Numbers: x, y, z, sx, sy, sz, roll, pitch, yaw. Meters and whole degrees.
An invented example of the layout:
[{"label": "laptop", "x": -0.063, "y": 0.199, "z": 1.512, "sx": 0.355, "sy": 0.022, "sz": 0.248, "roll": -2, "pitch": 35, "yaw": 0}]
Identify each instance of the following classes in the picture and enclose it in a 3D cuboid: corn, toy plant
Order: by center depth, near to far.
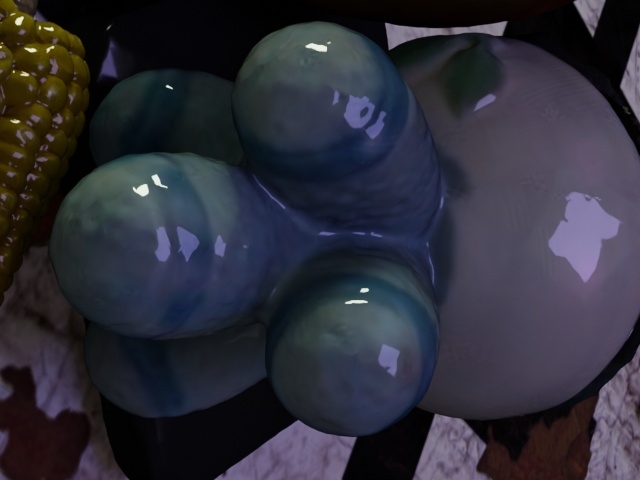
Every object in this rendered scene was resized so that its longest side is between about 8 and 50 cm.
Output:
[{"label": "corn", "x": -0.201, "y": 0.007, "z": 0.729, "sx": 0.119, "sy": 0.119, "sz": 0.322, "roll": 44, "pitch": 63, "yaw": -49}, {"label": "toy plant", "x": 0.000, "y": 0.000, "z": 0.816, "sx": 0.332, "sy": 0.247, "sz": 0.247, "roll": -5, "pitch": 98, "yaw": -45}]

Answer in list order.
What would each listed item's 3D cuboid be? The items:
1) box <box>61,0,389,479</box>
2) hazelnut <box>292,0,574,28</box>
[{"label": "box", "x": -0.046, "y": -0.021, "z": 0.988, "sx": 0.289, "sy": 0.073, "sz": 0.290, "roll": -30, "pitch": 119, "yaw": -50}, {"label": "hazelnut", "x": 0.059, "y": -0.291, "z": 0.898, "sx": 0.366, "sy": 0.366, "sz": 0.366, "roll": -10, "pitch": 102, "yaw": -55}]
